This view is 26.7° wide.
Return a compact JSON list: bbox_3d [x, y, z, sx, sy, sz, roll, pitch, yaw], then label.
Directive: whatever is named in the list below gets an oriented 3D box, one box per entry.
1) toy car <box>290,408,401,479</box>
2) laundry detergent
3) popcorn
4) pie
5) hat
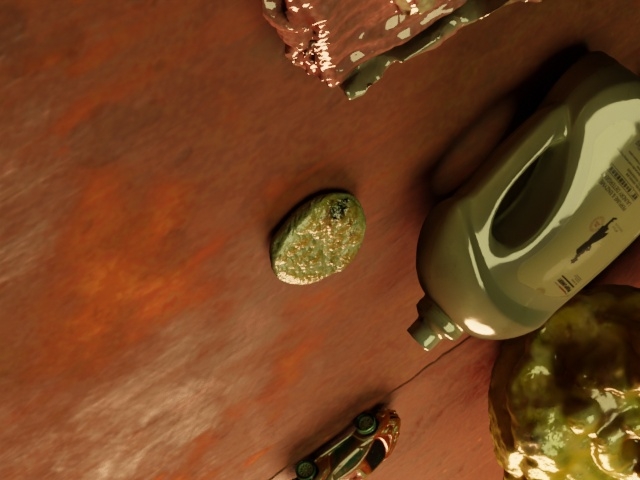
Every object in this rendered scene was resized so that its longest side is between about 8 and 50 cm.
[{"bbox_3d":[0.026,0.198,1.199,0.122,0.035,0.059,-35,143,-7],"label":"toy car"},{"bbox_3d":[0.161,-0.014,1.036,0.253,0.091,0.181,-45,144,2],"label":"laundry detergent"},{"bbox_3d":[0.260,0.142,1.238,0.225,0.173,0.286,6,135,-28],"label":"popcorn"},{"bbox_3d":[0.000,0.000,0.961,0.085,0.017,0.085,-28,144,-23],"label":"pie"},{"bbox_3d":[0.090,-0.200,0.743,0.286,0.107,0.236,-35,157,-3],"label":"hat"}]
